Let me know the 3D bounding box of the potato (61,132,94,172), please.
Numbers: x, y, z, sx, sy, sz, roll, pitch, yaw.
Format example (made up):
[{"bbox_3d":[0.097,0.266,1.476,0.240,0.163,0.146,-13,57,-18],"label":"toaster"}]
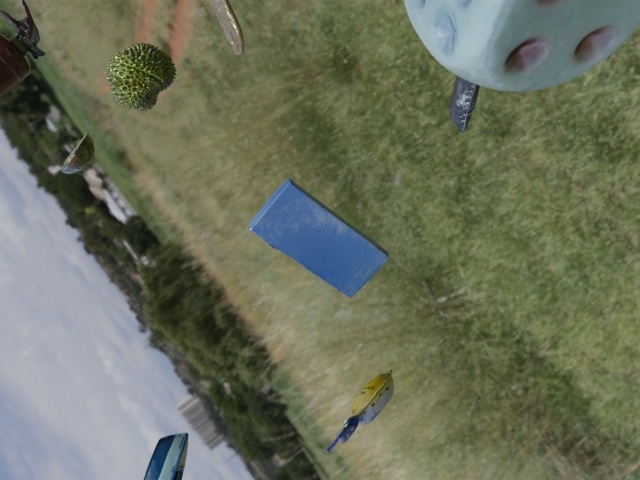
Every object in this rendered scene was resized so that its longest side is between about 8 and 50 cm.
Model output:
[{"bbox_3d":[-0.624,-0.216,1.864,0.054,0.120,0.197,34,159,-22],"label":"potato"}]

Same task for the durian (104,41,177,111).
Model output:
[{"bbox_3d":[-0.427,-0.399,1.705,0.146,0.159,0.198,41,-161,-17],"label":"durian"}]

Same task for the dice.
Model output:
[{"bbox_3d":[0.277,-0.381,0.962,0.268,0.262,0.265,103,149,-56],"label":"dice"}]

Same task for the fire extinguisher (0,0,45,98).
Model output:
[{"bbox_3d":[-0.672,-0.332,1.386,0.147,0.337,0.106,48,167,-21],"label":"fire extinguisher"}]

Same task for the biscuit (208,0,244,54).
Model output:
[{"bbox_3d":[-0.160,-0.378,1.192,0.147,0.018,0.071,66,164,3],"label":"biscuit"}]

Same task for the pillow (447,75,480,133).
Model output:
[{"bbox_3d":[0.416,-0.425,2.069,0.208,0.055,0.141,98,168,-45],"label":"pillow"}]

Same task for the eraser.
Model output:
[{"bbox_3d":[0.000,0.000,1.592,0.311,0.144,0.043,35,-167,-28],"label":"eraser"}]

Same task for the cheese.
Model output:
[{"bbox_3d":[0.089,0.364,1.533,0.064,0.250,0.157,40,133,12],"label":"cheese"}]

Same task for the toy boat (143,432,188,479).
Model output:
[{"bbox_3d":[-0.319,0.515,1.382,0.061,0.300,0.096,13,169,8],"label":"toy boat"}]
